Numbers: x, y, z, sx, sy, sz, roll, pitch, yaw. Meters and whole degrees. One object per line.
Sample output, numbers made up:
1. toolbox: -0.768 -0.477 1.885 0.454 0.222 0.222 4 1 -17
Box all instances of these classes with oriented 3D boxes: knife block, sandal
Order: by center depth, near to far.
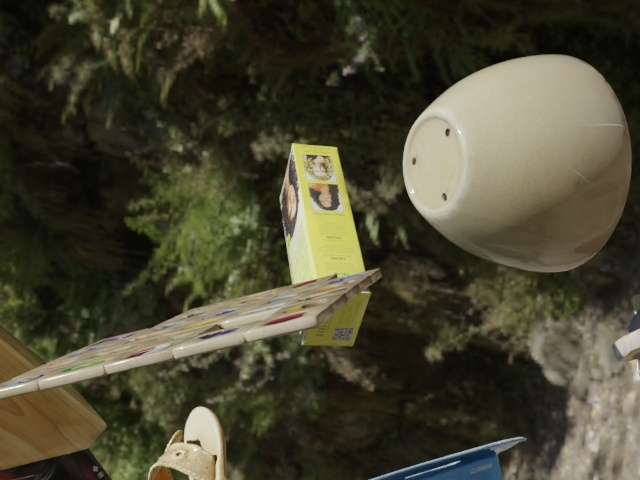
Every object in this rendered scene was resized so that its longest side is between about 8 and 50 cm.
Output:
1. knife block: -0.298 0.070 0.759 0.276 0.088 0.242 -6 -61 -39
2. sandal: -0.148 0.265 1.076 0.088 0.079 0.240 -63 31 24

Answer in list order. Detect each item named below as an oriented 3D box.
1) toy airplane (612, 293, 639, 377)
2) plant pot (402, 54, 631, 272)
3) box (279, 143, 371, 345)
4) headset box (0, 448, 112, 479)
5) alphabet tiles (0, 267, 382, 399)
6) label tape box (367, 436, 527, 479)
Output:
1. toy airplane: 0.614 0.088 1.327 0.384 0.386 0.272 -44 43 17
2. plant pot: 0.218 -0.096 1.236 0.284 0.191 0.284 10 102 60
3. box: 0.000 0.000 1.052 0.232 0.058 0.087 -102 20 -46
4. headset box: -0.470 0.410 1.458 0.110 0.218 0.293 -26 11 44
5. alphabet tiles: -0.068 0.053 0.619 0.237 0.198 0.009 -21 -84 -76
6. label tape box: 0.108 0.394 1.252 0.115 0.249 0.347 64 145 26
